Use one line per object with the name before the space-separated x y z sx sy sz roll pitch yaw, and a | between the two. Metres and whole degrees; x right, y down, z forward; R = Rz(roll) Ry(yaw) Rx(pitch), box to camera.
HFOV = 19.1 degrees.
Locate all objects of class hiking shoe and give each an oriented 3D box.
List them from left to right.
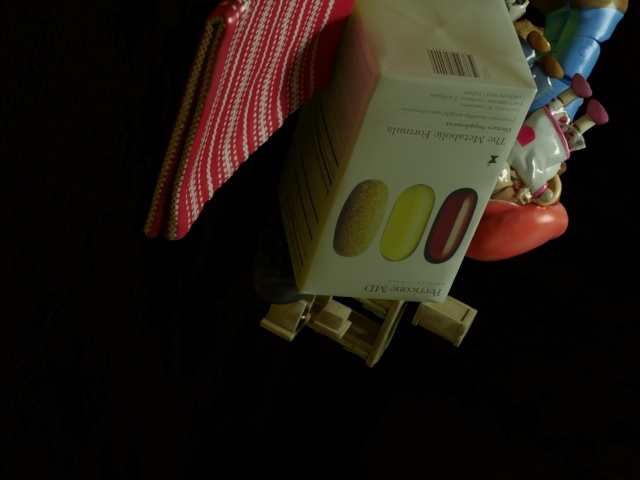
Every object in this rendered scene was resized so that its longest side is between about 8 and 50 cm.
hiking shoe | 0.000 0.000 1.746 0.227 0.086 0.114 -54 165 -44

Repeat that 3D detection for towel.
towel | -0.033 -0.135 1.358 0.275 0.031 0.199 -50 164 -52

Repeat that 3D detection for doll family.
doll family | 0.127 -0.148 1.713 0.163 0.263 0.118 -35 -170 -11

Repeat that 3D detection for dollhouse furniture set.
dollhouse furniture set | 0.043 0.103 1.973 0.161 0.182 0.101 -47 162 -59

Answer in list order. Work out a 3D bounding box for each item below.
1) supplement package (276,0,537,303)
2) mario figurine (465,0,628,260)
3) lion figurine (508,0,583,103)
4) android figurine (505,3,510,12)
supplement package | 0.064 -0.080 1.562 0.134 0.139 0.244 -103 -157 -44
mario figurine | 0.203 -0.135 1.995 0.198 0.170 0.320 43 66 -69
lion figurine | 0.176 -0.145 2.243 0.392 0.142 0.240 -41 170 -27
android figurine | 0.198 -0.312 2.038 0.273 0.056 0.248 -66 170 12
